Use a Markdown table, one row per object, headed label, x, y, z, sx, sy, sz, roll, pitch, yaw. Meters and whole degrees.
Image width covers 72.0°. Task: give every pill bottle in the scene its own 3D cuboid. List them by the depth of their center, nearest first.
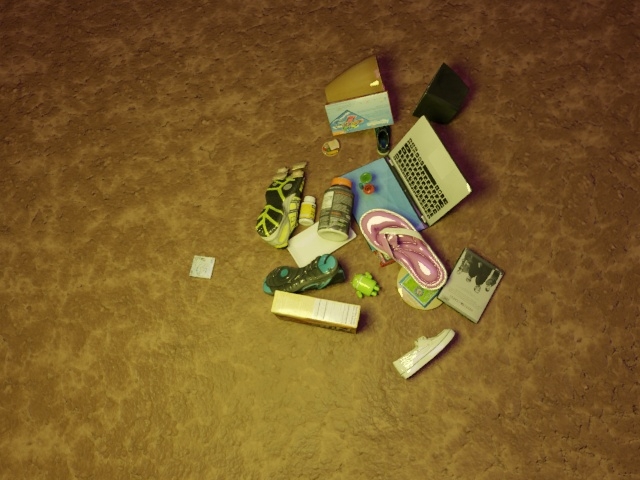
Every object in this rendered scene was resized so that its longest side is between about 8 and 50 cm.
| label | x | y | z | sx | sy | sz | roll | pitch | yaw |
| --- | --- | --- | --- | --- | --- | --- | --- | --- | --- |
| pill bottle | 0.069 | -0.130 | 1.791 | 0.130 | 0.130 | 0.246 | 9 | 71 | 7 |
| pill bottle | -0.053 | -0.126 | 1.864 | 0.065 | 0.065 | 0.116 | 6 | 71 | 6 |

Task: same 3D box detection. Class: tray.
| label | x | y | z | sx | sy | sz | roll | pitch | yaw |
| --- | --- | --- | --- | --- | --- | --- | --- | --- | --- |
| tray | 0.000 | 0.000 | 1.834 | 0.270 | 0.030 | 0.145 | -32 | 72 | -7 |

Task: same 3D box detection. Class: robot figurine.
| label | x | y | z | sx | sy | sz | roll | pitch | yaw |
| --- | --- | --- | --- | --- | --- | --- | --- | --- | --- |
| robot figurine | 0.176 | 0.176 | 1.738 | 0.115 | 0.067 | 0.101 | 28 | 104 | 12 |

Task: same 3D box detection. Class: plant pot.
| label | x | y | z | sx | sy | sz | roll | pitch | yaw |
| --- | --- | --- | --- | --- | --- | --- | --- | --- | --- |
| plant pot | 0.541 | -0.630 | 1.949 | 0.167 | 0.187 | 0.188 | 30 | 75 | 0 |
| plant pot | 0.156 | -0.678 | 1.977 | 0.254 | 0.237 | 0.237 | -14 | 69 | 14 |

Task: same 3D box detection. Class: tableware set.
| label | x | y | z | sx | sy | sz | roll | pitch | yaw |
| --- | --- | --- | --- | --- | --- | --- | --- | --- | --- |
| tableware set | -0.132 | -0.299 | 1.903 | 0.141 | 0.020 | 0.169 | -9 | 30 | 11 |

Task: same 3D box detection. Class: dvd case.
| label | x | y | z | sx | sy | sz | roll | pitch | yaw |
| --- | --- | --- | --- | --- | --- | --- | --- | --- | --- |
| dvd case | 0.583 | 0.174 | 1.713 | 0.179 | 0.029 | 0.239 | 34 | 76 | 2 |

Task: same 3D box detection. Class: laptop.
| label | x | y | z | sx | sy | sz | roll | pitch | yaw |
| --- | --- | --- | --- | --- | --- | --- | --- | --- | --- |
| laptop | 0.320 | -0.229 | 1.792 | 0.236 | 0.408 | 0.382 | -11 | 66 | -36 |

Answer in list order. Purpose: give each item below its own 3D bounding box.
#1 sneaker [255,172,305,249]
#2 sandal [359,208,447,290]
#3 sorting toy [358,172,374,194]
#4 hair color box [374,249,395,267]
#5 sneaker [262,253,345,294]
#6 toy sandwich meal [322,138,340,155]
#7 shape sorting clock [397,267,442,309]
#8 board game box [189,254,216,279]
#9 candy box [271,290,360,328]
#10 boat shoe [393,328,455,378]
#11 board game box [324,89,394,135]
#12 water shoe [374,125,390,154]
| label | x | y | z | sx | sy | sz | roll | pitch | yaw |
| --- | --- | --- | --- | --- | --- | --- | --- | --- | --- |
| sneaker | -0.155 | -0.131 | 1.846 | 0.145 | 0.147 | 0.385 | 0 | 50 | 29 |
| sandal | 0.322 | 0.020 | 1.696 | 0.416 | 0.102 | 0.169 | 42 | 99 | 16 |
| sorting toy | 0.193 | -0.230 | 1.835 | 0.061 | 0.042 | 0.102 | -14 | 65 | 12 |
| hair color box | 0.299 | 0.048 | 1.788 | 0.141 | 0.043 | 0.072 | -22 | 70 | -5 |
| sneaker | -0.067 | 0.163 | 1.730 | 0.340 | 0.140 | 0.125 | -15 | 53 | 22 |
| toy sandwich meal | 0.048 | -0.418 | 1.980 | 0.085 | 0.029 | 0.086 | -1 | 70 | 4 |
| shape sorting clock | 0.403 | 0.172 | 1.737 | 0.206 | 0.040 | 0.206 | 1 | 67 | -1 |
| board game box | -0.490 | 0.112 | 1.835 | 0.090 | 0.020 | 0.090 | 7 | 71 | 7 |
| candy box | -0.012 | 0.273 | 1.656 | 0.316 | 0.183 | 0.088 | 9 | 72 | 7 |
| boat shoe | 0.383 | 0.399 | 1.630 | 0.258 | 0.095 | 0.084 | -37 | 76 | -10 |
| board game box | 0.170 | -0.554 | 1.924 | 0.281 | 0.145 | 0.027 | -5 | 32 | 21 |
| water shoe | 0.281 | -0.482 | 1.959 | 0.072 | 0.080 | 0.203 | -6 | 70 | 2 |
